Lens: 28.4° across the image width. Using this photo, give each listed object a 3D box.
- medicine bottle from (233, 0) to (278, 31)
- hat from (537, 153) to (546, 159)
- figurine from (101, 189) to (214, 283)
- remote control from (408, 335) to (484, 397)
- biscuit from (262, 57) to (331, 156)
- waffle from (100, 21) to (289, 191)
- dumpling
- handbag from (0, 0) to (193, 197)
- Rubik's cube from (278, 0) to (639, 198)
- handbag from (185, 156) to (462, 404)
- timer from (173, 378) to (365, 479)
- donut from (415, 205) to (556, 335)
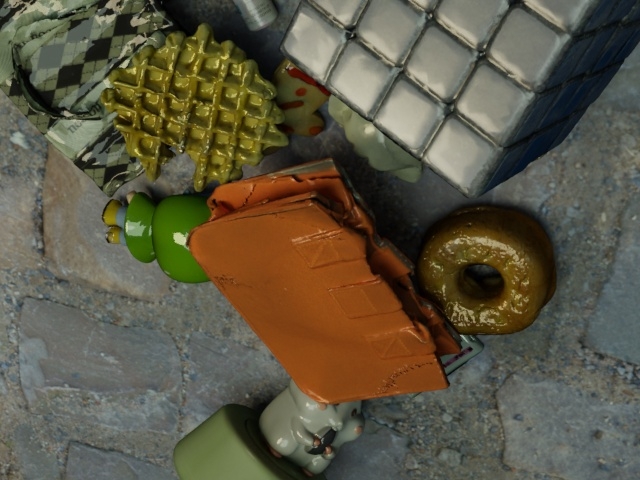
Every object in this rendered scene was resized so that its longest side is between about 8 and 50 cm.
[{"bbox_3d":[-0.104,-0.364,1.909,0.052,0.052,0.089,-20,110,26],"label":"medicine bottle"},{"bbox_3d":[0.282,-0.197,1.880,0.147,0.085,0.175,-16,90,36],"label":"hat"},{"bbox_3d":[-0.243,-0.011,2.109,0.263,0.143,0.162,8,115,26],"label":"figurine"},{"bbox_3d":[0.198,0.208,2.149,0.065,0.029,0.166,46,121,-9],"label":"remote control"},{"bbox_3d":[-0.049,-0.211,1.956,0.153,0.030,0.234,29,122,-30],"label":"biscuit"},{"bbox_3d":[-0.184,-0.192,1.908,0.250,0.056,0.261,-26,117,14],"label":"waffle"},{"bbox_3d":[0.083,-0.169,1.936,0.155,0.111,0.181,19,123,40],"label":"dumpling"},{"bbox_3d":[-0.345,-0.306,1.954,0.317,0.180,0.416,-31,112,27],"label":"handbag"},{"bbox_3d":[0.214,-0.311,1.624,0.344,0.337,0.344,40,122,16],"label":"Rubik's cube"},{"bbox_3d":[0.008,0.072,1.960,0.303,0.116,0.410,-12,126,37],"label":"handbag"},{"bbox_3d":[-0.050,0.349,2.201,0.291,0.291,0.315,41,99,-7],"label":"timer"},{"bbox_3d":[0.257,0.050,1.993,0.227,0.114,0.226,8,119,15],"label":"donut"}]
